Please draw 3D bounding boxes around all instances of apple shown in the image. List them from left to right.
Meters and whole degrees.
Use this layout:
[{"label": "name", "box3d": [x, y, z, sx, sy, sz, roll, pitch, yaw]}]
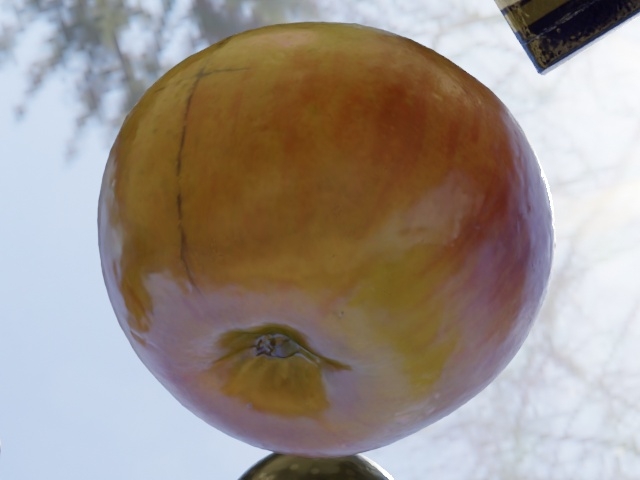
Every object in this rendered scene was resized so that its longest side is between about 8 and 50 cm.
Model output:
[{"label": "apple", "box3d": [0.000, 0.000, 1.192, 0.286, 0.286, 0.233, -6, -137, 19]}]

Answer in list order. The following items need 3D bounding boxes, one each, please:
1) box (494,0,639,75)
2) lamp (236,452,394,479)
[{"label": "box", "box3d": [0.226, -0.317, 1.931, 0.168, 0.259, 0.071, -31, -175, 16]}, {"label": "lamp", "box3d": [-0.012, 0.318, 1.623, 0.182, 0.182, 0.313, -6, -133, 18]}]
